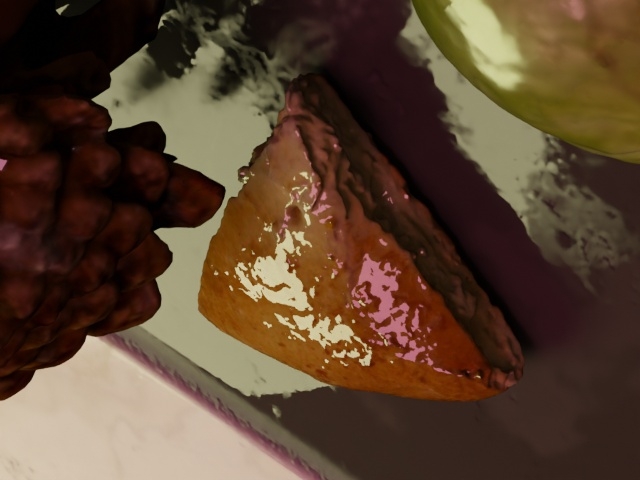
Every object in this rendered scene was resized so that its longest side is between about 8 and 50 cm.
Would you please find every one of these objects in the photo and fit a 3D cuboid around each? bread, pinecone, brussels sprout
[{"bbox_3d":[-0.007,0.015,0.802,0.136,0.054,0.154,-19,107,49],"label":"bread"},{"bbox_3d":[-0.168,-0.059,0.734,0.264,0.264,0.264,21,134,24],"label":"pinecone"},{"bbox_3d":[0.096,-0.101,0.571,0.145,0.131,0.183,-12,119,20],"label":"brussels sprout"}]
